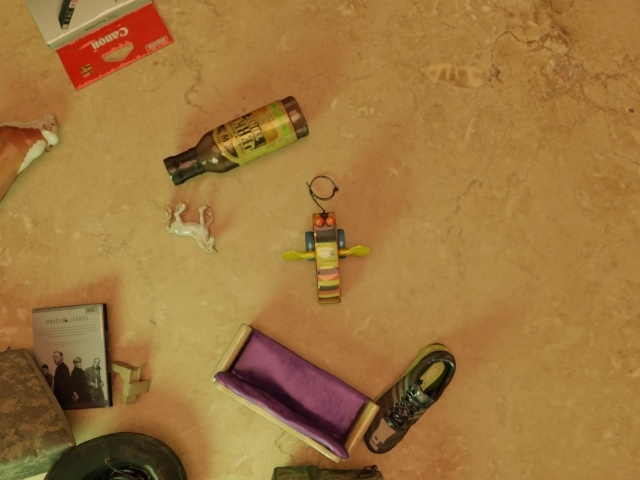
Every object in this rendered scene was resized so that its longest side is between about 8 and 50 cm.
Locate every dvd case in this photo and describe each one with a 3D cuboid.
[{"bbox_3d":[-0.574,0.270,1.837,0.179,0.029,0.238,-6,84,9],"label":"dvd case"}]

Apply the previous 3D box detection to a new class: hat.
[{"bbox_3d":[-0.468,0.574,1.777,0.332,0.134,0.331,1,87,-21],"label":"hat"}]

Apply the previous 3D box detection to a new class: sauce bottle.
[{"bbox_3d":[-0.199,-0.226,1.874,0.345,0.111,0.111,-26,86,-4],"label":"sauce bottle"}]

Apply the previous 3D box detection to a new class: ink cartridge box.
[{"bbox_3d":[-0.531,-0.530,1.918,0.275,0.060,0.238,-28,85,-4],"label":"ink cartridge box"}]

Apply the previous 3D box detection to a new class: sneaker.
[{"bbox_3d":[0.204,0.362,1.827,0.111,0.121,0.300,37,84,2],"label":"sneaker"}]

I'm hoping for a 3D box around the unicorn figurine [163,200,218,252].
[{"bbox_3d":[-0.296,-0.032,1.884,0.162,0.060,0.111,8,85,15],"label":"unicorn figurine"}]

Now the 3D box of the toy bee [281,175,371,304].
[{"bbox_3d":[0.000,0.000,1.836,0.195,0.162,0.298,-25,86,-2],"label":"toy bee"}]

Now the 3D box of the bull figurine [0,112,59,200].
[{"bbox_3d":[-0.756,-0.198,1.858,0.188,0.101,0.310,34,82,5],"label":"bull figurine"}]

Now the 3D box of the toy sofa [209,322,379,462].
[{"bbox_3d":[-0.057,0.340,1.793,0.363,0.177,0.150,31,85,2],"label":"toy sofa"}]

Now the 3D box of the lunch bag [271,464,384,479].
[{"bbox_3d":[0.020,0.653,1.747,0.256,0.212,0.304,-1,85,-2],"label":"lunch bag"}]

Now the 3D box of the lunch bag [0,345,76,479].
[{"bbox_3d":[-0.710,0.378,1.721,0.169,0.235,0.287,-45,66,35],"label":"lunch bag"}]

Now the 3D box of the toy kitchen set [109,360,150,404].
[{"bbox_3d":[-0.448,0.329,1.852,0.075,0.068,0.083,11,94,31],"label":"toy kitchen set"}]
